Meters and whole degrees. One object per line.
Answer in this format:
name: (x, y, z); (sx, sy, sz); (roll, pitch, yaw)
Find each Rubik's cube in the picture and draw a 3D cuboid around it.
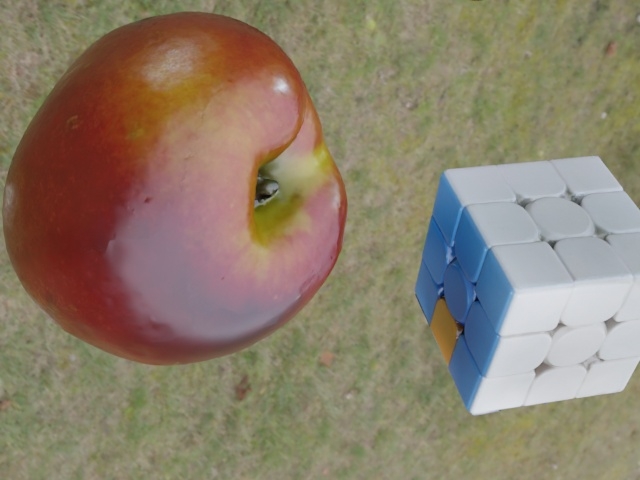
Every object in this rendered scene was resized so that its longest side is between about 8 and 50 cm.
Rubik's cube: (0.347, 0.068, 1.415); (0.291, 0.290, 0.291); (-7, 133, -14)

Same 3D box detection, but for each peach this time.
peach: (-0.104, -0.034, 0.584); (0.200, 0.243, 0.243); (-3, 118, -52)
